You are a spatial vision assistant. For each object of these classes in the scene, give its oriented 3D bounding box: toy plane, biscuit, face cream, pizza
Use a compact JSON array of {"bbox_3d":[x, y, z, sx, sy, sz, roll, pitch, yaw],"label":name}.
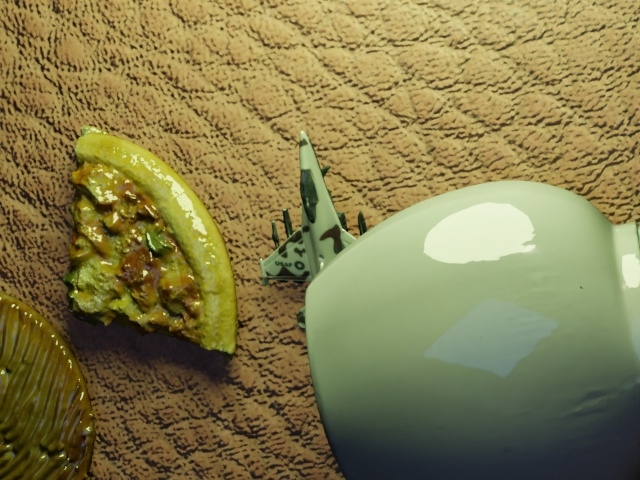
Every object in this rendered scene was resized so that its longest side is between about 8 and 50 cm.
[{"bbox_3d":[0.007,0.000,1.404,0.160,0.082,0.234,3,106,26],"label":"toy plane"},{"bbox_3d":[-0.392,0.204,1.566,0.318,0.040,0.318,1,93,17],"label":"biscuit"},{"bbox_3d":[0.182,0.102,1.275,0.357,0.219,0.312,-12,103,15],"label":"face cream"},{"bbox_3d":[-0.197,0.019,1.483,0.197,0.058,0.292,-32,83,18],"label":"pizza"}]
